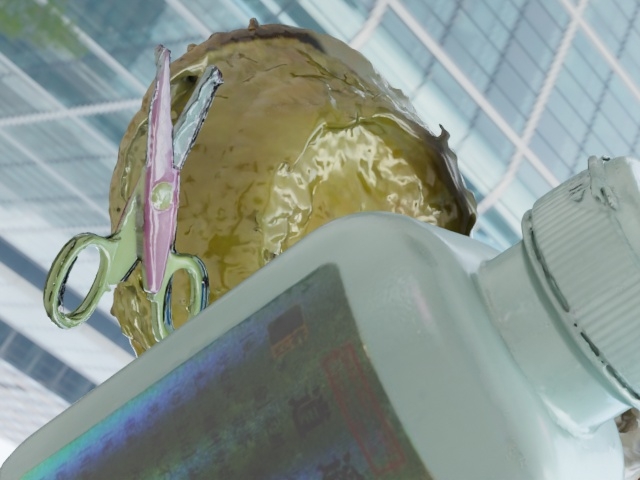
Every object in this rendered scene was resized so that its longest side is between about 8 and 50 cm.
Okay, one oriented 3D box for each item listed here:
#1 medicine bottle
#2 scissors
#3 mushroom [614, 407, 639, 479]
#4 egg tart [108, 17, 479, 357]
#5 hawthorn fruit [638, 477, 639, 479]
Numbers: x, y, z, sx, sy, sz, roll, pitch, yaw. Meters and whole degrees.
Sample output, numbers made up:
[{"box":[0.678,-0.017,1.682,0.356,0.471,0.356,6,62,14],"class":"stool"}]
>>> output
[{"box":[0.011,0.063,0.380,0.229,0.083,0.121,-36,-116,23],"class":"medicine bottle"},{"box":[-0.104,-0.027,0.826,0.020,0.133,0.187,13,-91,40],"class":"scissors"},{"box":[0.053,0.125,0.565,0.234,0.260,0.254,-53,-139,45],"class":"mushroom"},{"box":[0.000,0.000,0.980,0.132,0.345,0.345,-3,-126,55],"class":"egg tart"},{"box":[0.380,0.223,0.922,0.403,0.403,0.403,-28,-141,26],"class":"hawthorn fruit"}]
